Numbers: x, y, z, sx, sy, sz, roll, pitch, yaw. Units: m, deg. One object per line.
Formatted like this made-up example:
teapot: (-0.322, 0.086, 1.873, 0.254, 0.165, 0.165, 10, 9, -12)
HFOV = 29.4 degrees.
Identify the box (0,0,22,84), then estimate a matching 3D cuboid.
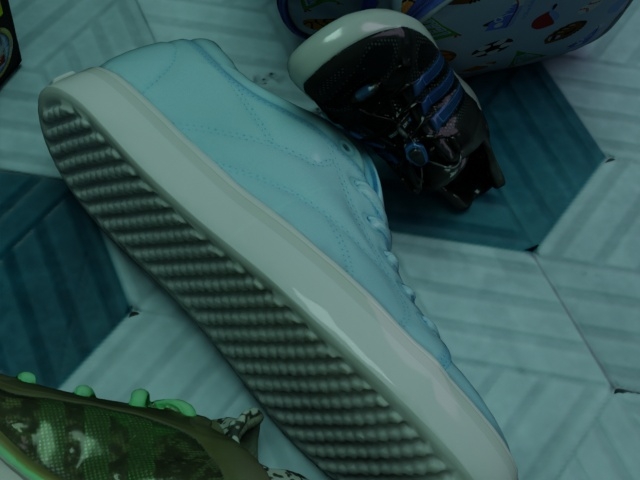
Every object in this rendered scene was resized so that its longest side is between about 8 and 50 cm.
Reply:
box: (-0.329, -0.213, 0.764, 0.270, 0.216, 0.060, 23, 57, 12)

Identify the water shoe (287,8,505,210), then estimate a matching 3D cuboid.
water shoe: (0.058, -0.073, 0.719, 0.073, 0.203, 0.080, -35, 65, 21)

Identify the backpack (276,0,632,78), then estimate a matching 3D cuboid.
backpack: (0.085, -0.218, 0.789, 0.263, 0.276, 0.213, -11, 71, -7)

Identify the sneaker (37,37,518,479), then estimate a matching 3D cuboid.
sneaker: (0.000, 0.000, 0.697, 0.150, 0.135, 0.366, -34, 69, -27)

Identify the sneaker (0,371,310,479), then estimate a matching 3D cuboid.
sneaker: (-0.107, 0.136, 0.626, 0.410, 0.158, 0.182, 28, 28, 16)
